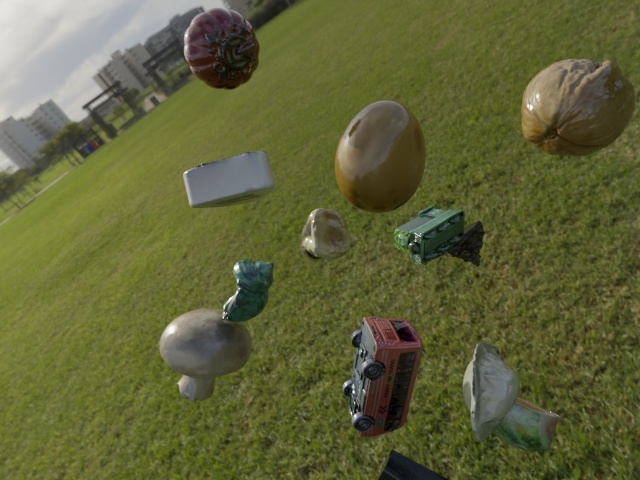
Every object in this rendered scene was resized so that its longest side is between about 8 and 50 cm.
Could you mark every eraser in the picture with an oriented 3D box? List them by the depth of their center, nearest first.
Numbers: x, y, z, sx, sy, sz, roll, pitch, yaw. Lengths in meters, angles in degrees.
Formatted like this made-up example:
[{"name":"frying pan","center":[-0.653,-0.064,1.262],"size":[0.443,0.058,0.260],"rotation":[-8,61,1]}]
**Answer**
[{"name":"eraser","center":[-0.308,-0.228,1.677],"size":[0.331,0.149,0.331],"rotation":[-15,-3,-1]}]

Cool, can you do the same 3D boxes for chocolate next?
[{"name":"chocolate","center":[0.718,0.034,2.089],"size":[0.224,0.177,0.206],"rotation":[-37,-2,-46]}]

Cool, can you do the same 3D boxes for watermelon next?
[{"name":"watermelon","center":[0.658,0.595,1.554],"size":[0.180,0.223,0.305],"rotation":[-20,19,-22]}]

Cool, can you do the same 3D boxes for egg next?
[{"name":"egg","center":[0.166,-0.228,1.229],"size":[0.250,0.322,0.250],"rotation":[2,39,-2]}]

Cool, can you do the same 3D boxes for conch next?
[{"name":"conch","center":[-0.219,0.149,1.387],"size":[0.196,0.134,0.202],"rotation":[-112,38,-66]}]

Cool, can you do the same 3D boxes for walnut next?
[{"name":"walnut","center":[0.727,-0.383,1.256],"size":[0.277,0.252,0.313],"rotation":[22,54,35]}]

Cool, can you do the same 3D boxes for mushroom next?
[{"name":"mushroom","center":[-0.373,0.378,1.455],"size":[0.298,0.290,0.297],"rotation":[4,11,-1]}]

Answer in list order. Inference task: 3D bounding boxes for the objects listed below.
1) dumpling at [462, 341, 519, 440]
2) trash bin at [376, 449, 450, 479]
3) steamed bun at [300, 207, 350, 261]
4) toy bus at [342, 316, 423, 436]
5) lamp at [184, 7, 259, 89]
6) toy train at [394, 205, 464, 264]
[{"name":"dumpling","center":[0.413,0.368,1.103],"size":[0.142,0.172,0.247],"rotation":[-11,53,40]},{"name":"trash bin","center":[0.317,0.856,1.531],"size":[0.226,0.165,0.115],"rotation":[26,40,16]},{"name":"steamed bun","center":[0.000,0.000,1.435],"size":[0.155,0.141,0.172],"rotation":[-38,48,47]},{"name":"toy bus","center":[0.225,0.500,1.615],"size":[0.233,0.426,0.203],"rotation":[1,25,-11]},{"name":"lamp","center":[-0.284,-0.559,1.296],"size":[0.227,0.227,0.227],"rotation":[-27,28,16]},{"name":"toy train","center":[0.421,-0.029,1.706],"size":[0.330,0.138,0.178],"rotation":[-25,31,-37]}]
